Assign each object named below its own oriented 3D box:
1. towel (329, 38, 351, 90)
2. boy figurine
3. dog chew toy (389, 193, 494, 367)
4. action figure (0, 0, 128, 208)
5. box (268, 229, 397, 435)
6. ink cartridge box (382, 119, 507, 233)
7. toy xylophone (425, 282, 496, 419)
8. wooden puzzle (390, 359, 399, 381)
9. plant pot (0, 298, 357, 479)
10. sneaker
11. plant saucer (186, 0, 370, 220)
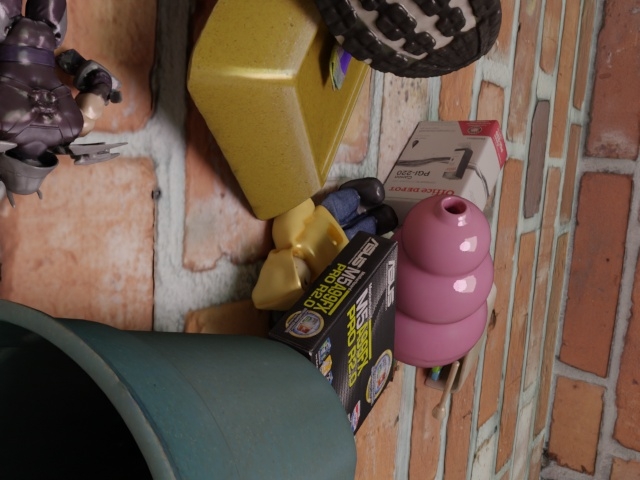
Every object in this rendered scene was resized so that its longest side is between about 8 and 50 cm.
[{"bbox_3d":[0.028,-0.209,0.674,0.060,0.010,0.083,73,36,-69],"label":"towel"},{"bbox_3d":[0.000,0.000,0.864,0.285,0.092,0.177,-38,108,-51],"label":"boy figurine"},{"bbox_3d":[0.180,0.059,1.002,0.206,0.207,0.331,-53,158,-36],"label":"dog chew toy"},{"bbox_3d":[-0.232,-0.165,0.488,0.185,0.099,0.284,-15,114,-62],"label":"action figure"},{"bbox_3d":[0.027,0.155,0.822,0.216,0.060,0.270,-46,145,-41],"label":"box"},{"bbox_3d":[0.218,-0.112,1.115,0.217,0.159,0.092,-60,139,-30],"label":"ink cartridge box"},{"bbox_3d":[0.270,0.208,1.264,0.236,0.081,0.322,-45,149,-43],"label":"toy xylophone"},{"bbox_3d":[0.133,0.245,1.210,0.083,0.006,0.049,34,69,-54],"label":"wooden puzzle"},{"bbox_3d":[-0.145,0.215,0.524,0.334,0.341,0.340,10,89,-66],"label":"plant pot"},{"bbox_3d":[0.033,-0.319,0.545,0.410,0.158,0.182,41,47,-34],"label":"sneaker"},{"bbox_3d":[-0.008,-0.216,0.720,0.333,0.081,0.332,72,38,-68],"label":"plant saucer"}]
